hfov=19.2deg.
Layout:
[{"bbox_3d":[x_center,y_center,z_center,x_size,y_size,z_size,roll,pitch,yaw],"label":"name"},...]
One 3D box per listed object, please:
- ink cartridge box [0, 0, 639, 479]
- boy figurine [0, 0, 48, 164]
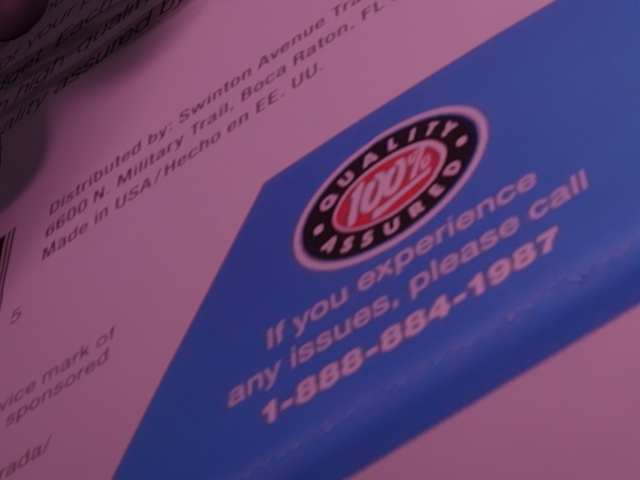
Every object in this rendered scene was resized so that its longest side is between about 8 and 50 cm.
[{"bbox_3d":[0.000,0.000,0.540,0.166,0.285,0.395,46,23,-28],"label":"ink cartridge box"},{"bbox_3d":[-0.177,0.000,0.359,0.092,0.177,0.285,38,41,17],"label":"boy figurine"}]
